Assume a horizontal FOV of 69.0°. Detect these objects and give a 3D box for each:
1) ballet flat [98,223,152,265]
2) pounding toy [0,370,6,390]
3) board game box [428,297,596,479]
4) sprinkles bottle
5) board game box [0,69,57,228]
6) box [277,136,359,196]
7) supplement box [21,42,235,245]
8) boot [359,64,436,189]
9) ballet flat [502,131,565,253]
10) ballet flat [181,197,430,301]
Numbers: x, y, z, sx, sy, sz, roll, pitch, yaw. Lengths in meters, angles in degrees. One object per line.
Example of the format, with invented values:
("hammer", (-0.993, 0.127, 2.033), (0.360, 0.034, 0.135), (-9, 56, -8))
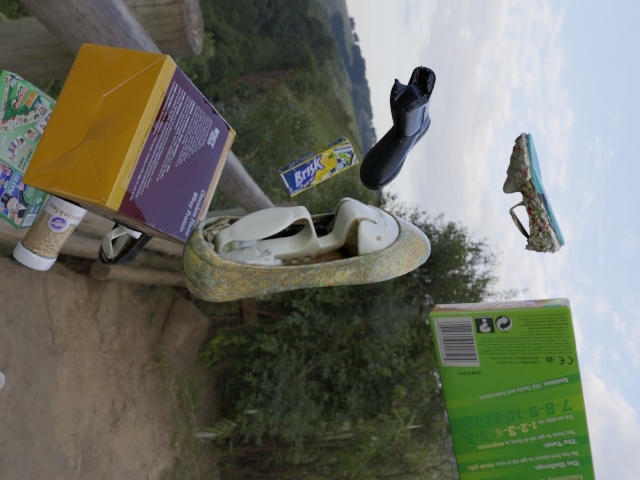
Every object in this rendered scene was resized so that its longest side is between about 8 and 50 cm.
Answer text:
("ballet flat", (-0.407, -0.029, 1.012), (0.095, 0.280, 0.096), (47, 33, 7))
("pounding toy", (-0.752, 0.298, 0.875), (0.237, 0.183, 0.110), (55, 19, -62))
("board game box", (0.190, 0.185, 0.450), (0.039, 0.124, 0.259), (-22, 102, -61))
("sprinkles bottle", (-0.861, -0.075, 1.537), (0.355, 0.121, 0.121), (-55, 176, 3))
("board game box", (-0.745, -0.219, 1.144), (0.317, 0.214, 0.046), (-56, 175, 12))
("box", (-0.007, -0.163, 1.026), (0.059, 0.169, 0.054), (63, -1, -21))
("supplement box", (-0.237, -0.115, 0.624), (0.194, 0.129, 0.191), (45, 61, -70))
("boot", (0.168, -0.252, 1.057), (0.094, 0.246, 0.207), (38, -7, 19))
("ballet flat", (0.391, -0.081, 0.883), (0.091, 0.077, 0.240), (-32, 104, -55))
("ballet flat", (0.000, 0.000, 0.602), (0.123, 0.349, 0.123), (172, -90, -72))
